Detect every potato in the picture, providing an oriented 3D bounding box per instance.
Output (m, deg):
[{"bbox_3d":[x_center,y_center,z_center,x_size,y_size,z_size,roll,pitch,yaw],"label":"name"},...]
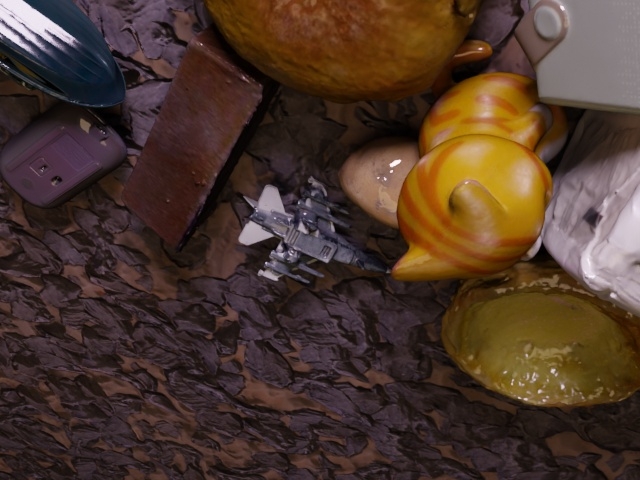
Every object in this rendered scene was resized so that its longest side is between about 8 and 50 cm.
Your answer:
[{"bbox_3d":[0.097,-0.073,1.007,0.147,0.112,0.112,17,134,-4],"label":"potato"}]

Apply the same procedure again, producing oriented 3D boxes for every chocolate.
[{"bbox_3d":[-0.154,-0.127,1.047,0.112,0.112,0.321,34,133,-1],"label":"chocolate"}]

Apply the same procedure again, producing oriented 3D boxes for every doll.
[{"bbox_3d":[0.170,-0.071,0.867,0.162,0.269,0.166,18,130,-2],"label":"doll"}]

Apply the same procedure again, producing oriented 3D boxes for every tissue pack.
[{"bbox_3d":[0.420,0.008,0.837,0.357,0.266,0.193,25,104,-4],"label":"tissue pack"}]

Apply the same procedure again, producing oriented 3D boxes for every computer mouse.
[{"bbox_3d":[-0.360,-0.119,1.157,0.232,0.057,0.120,-26,118,38],"label":"computer mouse"}]

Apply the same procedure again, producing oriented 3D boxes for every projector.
[{"bbox_3d":[0.290,-0.209,0.720,0.242,0.163,0.177,23,132,55],"label":"projector"}]

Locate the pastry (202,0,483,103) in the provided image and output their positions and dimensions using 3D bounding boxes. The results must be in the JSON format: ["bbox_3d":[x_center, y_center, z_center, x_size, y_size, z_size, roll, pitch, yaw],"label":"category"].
[{"bbox_3d":[0.016,-0.290,0.800,0.356,0.163,0.356,10,136,10],"label":"pastry"}]

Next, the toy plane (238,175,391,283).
[{"bbox_3d":[-0.005,0.003,1.128,0.234,0.082,0.160,27,107,-5],"label":"toy plane"}]

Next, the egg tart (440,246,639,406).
[{"bbox_3d":[0.304,0.101,1.078,0.294,0.123,0.294,11,137,10],"label":"egg tart"}]

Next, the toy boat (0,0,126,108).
[{"bbox_3d":[-0.361,-0.257,0.996,0.296,0.114,0.122,37,152,-15],"label":"toy boat"}]
